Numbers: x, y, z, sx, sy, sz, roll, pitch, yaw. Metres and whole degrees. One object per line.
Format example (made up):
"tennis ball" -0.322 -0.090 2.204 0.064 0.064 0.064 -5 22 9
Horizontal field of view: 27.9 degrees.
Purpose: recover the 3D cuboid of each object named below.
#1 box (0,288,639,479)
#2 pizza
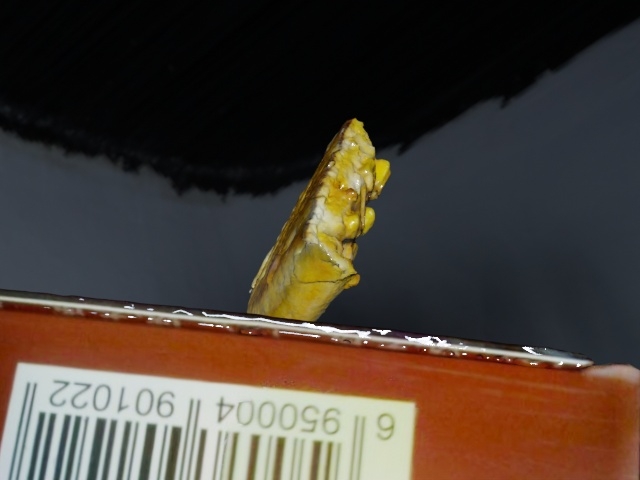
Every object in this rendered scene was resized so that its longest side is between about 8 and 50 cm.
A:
"box" -0.045 0.154 0.675 0.385 0.344 0.122 91 6 -68
"pizza" 0.000 0.000 0.675 0.041 0.178 0.131 27 65 -5
